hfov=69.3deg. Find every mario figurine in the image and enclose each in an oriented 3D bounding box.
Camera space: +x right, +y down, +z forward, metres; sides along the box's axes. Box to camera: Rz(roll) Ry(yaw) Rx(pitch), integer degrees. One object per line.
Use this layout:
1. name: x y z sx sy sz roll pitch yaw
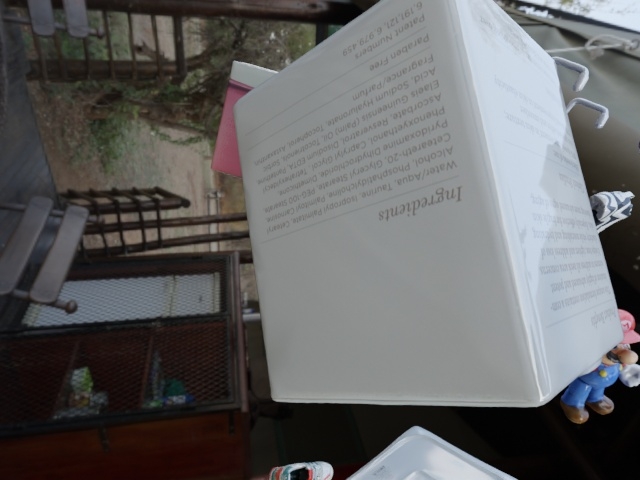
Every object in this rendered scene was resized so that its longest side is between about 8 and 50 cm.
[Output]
1. mario figurine: 0.682 0.309 1.103 0.198 0.170 0.320 -36 132 -46

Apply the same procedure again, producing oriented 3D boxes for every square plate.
1. square plate: 0.187 0.495 0.866 0.344 0.347 0.049 10 -63 54

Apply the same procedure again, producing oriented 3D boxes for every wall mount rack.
1. wall mount rack: 0.458 -0.201 0.990 0.130 0.350 0.304 47 -69 37

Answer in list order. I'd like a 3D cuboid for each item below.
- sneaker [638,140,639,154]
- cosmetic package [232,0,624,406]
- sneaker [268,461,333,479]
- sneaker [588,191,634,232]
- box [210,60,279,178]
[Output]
1. sneaker: 0.625 -0.203 0.824 0.071 0.170 0.068 59 -15 12
2. cosmetic package: 0.131 -0.027 0.592 0.328 0.330 0.393 -17 -102 40
3. sneaker: -0.026 0.501 0.981 0.075 0.161 0.057 -32 -127 45
4. sneaker: 0.870 -0.071 1.423 0.234 0.153 0.094 86 -13 -50
5. box: -0.141 -0.257 1.025 0.148 0.127 0.232 -65 171 -76
